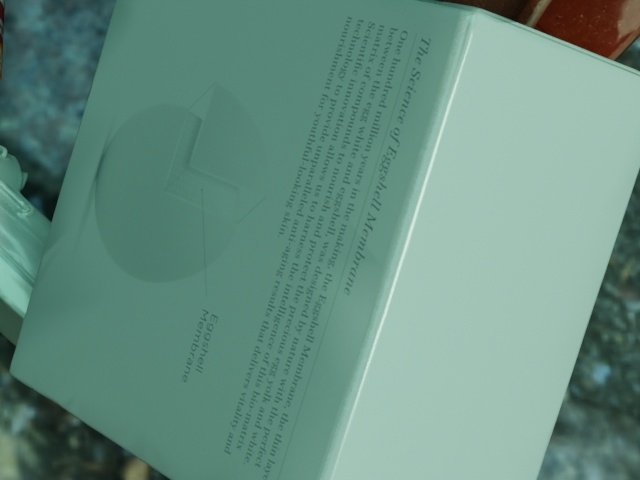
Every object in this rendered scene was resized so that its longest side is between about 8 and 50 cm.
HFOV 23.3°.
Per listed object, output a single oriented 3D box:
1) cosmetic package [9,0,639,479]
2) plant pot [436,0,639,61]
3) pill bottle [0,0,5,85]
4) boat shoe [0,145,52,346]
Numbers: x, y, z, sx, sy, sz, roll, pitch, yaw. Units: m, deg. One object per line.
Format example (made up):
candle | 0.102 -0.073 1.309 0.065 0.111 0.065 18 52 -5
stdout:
cosmetic package | 0.000 0.000 0.697 0.138 0.225 0.224 12 98 -42
plant pot | 0.084 -0.241 0.829 0.265 0.272 0.272 42 71 14
pill bottle | -0.211 -0.146 0.831 0.086 0.086 0.152 2 73 -8
boat shoe | -0.175 -0.016 0.803 0.184 0.066 0.063 44 62 0
